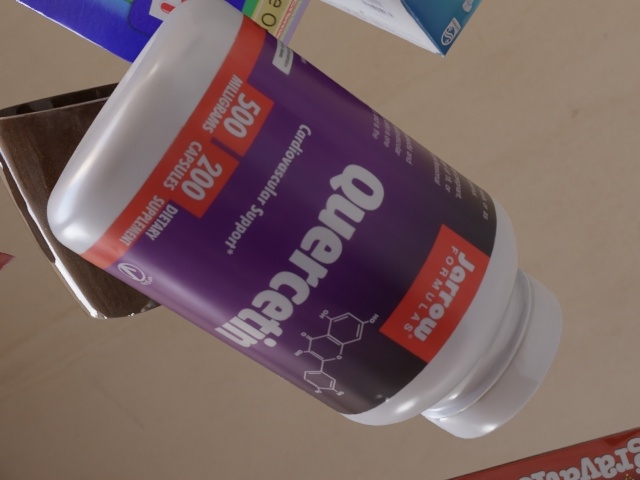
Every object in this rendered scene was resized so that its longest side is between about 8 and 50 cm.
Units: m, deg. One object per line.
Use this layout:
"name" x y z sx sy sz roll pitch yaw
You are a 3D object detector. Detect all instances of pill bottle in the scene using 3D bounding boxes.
"pill bottle" 0.000 0.000 0.638 0.323 0.181 0.181 33 -151 -17

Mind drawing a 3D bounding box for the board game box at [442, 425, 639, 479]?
"board game box" 0.012 0.124 0.400 0.145 0.281 0.027 120 136 -69

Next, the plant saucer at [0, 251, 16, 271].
"plant saucer" -0.373 0.106 0.691 0.048 0.259 0.258 54 -161 -13

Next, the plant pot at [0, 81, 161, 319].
"plant pot" -0.228 -0.042 1.032 0.215 0.215 0.231 -50 -48 -67

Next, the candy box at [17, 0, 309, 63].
"candy box" -0.137 -0.287 0.737 0.317 0.268 0.122 28 -147 -3

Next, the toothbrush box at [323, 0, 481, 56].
"toothbrush box" 0.107 -0.373 0.992 0.216 0.296 0.126 35 179 33
